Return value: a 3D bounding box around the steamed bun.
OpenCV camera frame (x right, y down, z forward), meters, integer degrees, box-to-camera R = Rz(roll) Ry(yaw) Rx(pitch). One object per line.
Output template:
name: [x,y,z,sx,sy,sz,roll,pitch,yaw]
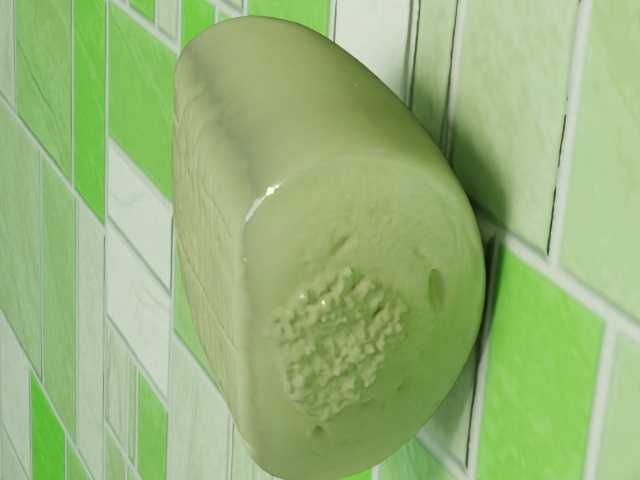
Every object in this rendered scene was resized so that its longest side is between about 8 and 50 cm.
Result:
steamed bun: [0.000,0.000,0.886,0.200,0.155,0.250,-120,26,-49]
